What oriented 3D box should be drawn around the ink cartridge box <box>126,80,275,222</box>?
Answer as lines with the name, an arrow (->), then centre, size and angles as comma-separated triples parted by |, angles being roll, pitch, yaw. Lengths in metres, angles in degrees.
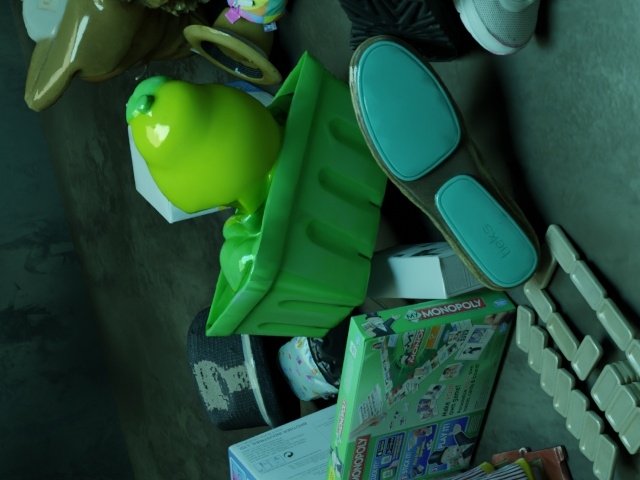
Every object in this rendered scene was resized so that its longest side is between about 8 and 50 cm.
ink cartridge box -> -0.191, -0.157, 1.732 | 0.171, 0.232, 0.168 | 37, 135, 51

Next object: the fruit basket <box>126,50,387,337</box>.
fruit basket -> -0.102, -0.077, 1.360 | 0.392, 0.392, 0.283 | 67, 153, 14

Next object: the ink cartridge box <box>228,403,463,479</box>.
ink cartridge box -> 0.065, 0.414, 1.511 | 0.395, 0.270, 0.151 | 30, 132, 55

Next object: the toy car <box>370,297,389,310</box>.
toy car -> 0.104, 0.163, 1.465 | 0.188, 0.149, 0.155 | -120, 17, -48

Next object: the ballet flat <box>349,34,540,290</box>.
ballet flat -> 0.142, -0.091, 1.200 | 0.342, 0.116, 0.124 | 51, -175, -10

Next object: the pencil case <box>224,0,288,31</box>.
pencil case -> -0.078, -0.431, 1.519 | 0.104, 0.104, 0.236 | 59, 149, 27

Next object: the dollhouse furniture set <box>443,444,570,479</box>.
dollhouse furniture set -> 0.246, 0.464, 1.269 | 0.152, 0.201, 0.374 | -30, 77, 63

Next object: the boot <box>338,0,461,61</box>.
boot -> 0.107, -0.358, 1.147 | 0.348, 0.131, 0.260 | 42, -125, -78

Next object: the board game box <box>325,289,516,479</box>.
board game box -> 0.126, 0.211, 1.344 | 0.046, 0.213, 0.317 | -120, 29, -45

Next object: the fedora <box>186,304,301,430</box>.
fedora -> -0.144, 0.221, 1.808 | 0.334, 0.152, 0.334 | -15, -90, -83

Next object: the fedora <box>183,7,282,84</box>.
fedora -> -0.131, -0.328, 1.662 | 0.194, 0.194, 0.079 | 15, 77, 60

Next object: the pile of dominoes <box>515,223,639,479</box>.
pile of dominoes -> 0.314, 0.131, 1.167 | 0.196, 0.040, 0.251 | 102, 150, -45

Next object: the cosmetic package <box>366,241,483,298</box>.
cosmetic package -> 0.136, 0.038, 1.365 | 0.239, 0.099, 0.060 | -5, 97, 62

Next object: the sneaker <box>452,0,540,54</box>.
sneaker -> 0.206, -0.309, 1.035 | 0.111, 0.103, 0.252 | 39, 137, 52

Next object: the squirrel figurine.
squirrel figurine -> -0.297, -0.414, 1.736 | 0.397, 0.370, 0.281 | -33, 71, 32

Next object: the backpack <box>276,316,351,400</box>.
backpack -> 0.004, 0.196, 1.685 | 0.152, 0.115, 0.182 | 67, 156, 8
